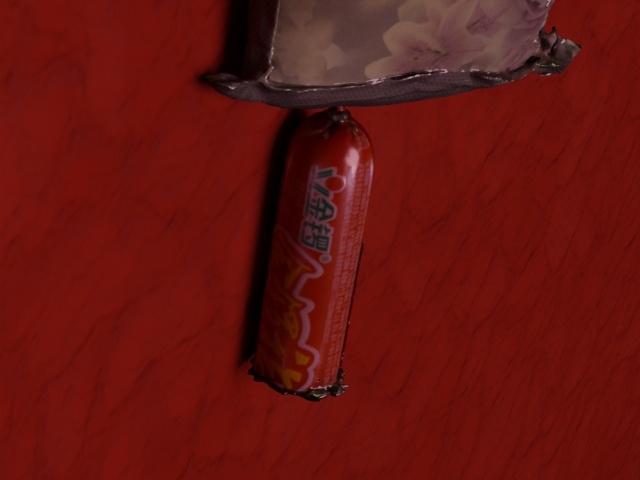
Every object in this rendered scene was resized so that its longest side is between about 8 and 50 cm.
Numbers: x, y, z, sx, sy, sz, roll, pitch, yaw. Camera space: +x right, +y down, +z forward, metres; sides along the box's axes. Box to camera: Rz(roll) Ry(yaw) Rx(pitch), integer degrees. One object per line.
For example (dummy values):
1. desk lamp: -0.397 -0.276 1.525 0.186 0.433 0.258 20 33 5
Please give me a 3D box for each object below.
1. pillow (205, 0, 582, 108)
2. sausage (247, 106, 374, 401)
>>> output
1. pillow: 0.044 -0.155 0.616 0.169 0.059 0.255 -5 135 -18
2. sausage: 0.000 0.000 0.745 0.048 0.050 0.145 -1 118 -21
